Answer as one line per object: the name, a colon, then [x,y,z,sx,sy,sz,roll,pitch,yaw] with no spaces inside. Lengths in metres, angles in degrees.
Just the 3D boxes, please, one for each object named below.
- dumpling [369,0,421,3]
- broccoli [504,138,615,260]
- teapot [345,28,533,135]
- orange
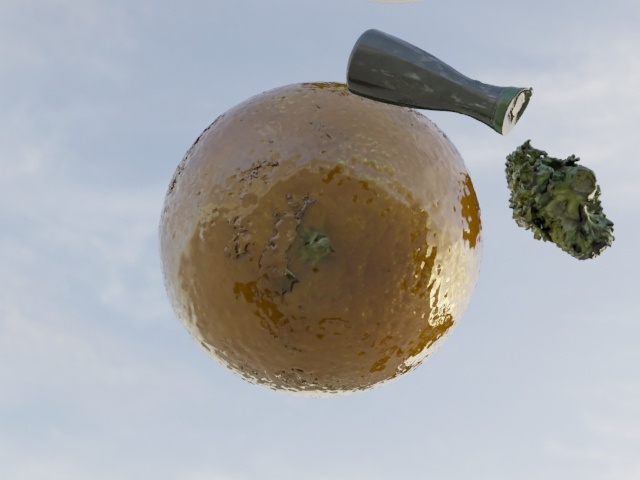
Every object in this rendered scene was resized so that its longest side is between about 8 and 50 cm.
dumpling: [0.089,-0.375,1.626,0.175,0.227,0.243,-18,-17,37]
broccoli: [0.203,-0.033,1.217,0.095,0.097,0.092,2,-10,-14]
teapot: [0.072,-0.094,0.879,0.110,0.043,0.043,21,-33,22]
orange: [0.000,0.000,1.174,0.274,0.274,0.274,8,-37,6]
